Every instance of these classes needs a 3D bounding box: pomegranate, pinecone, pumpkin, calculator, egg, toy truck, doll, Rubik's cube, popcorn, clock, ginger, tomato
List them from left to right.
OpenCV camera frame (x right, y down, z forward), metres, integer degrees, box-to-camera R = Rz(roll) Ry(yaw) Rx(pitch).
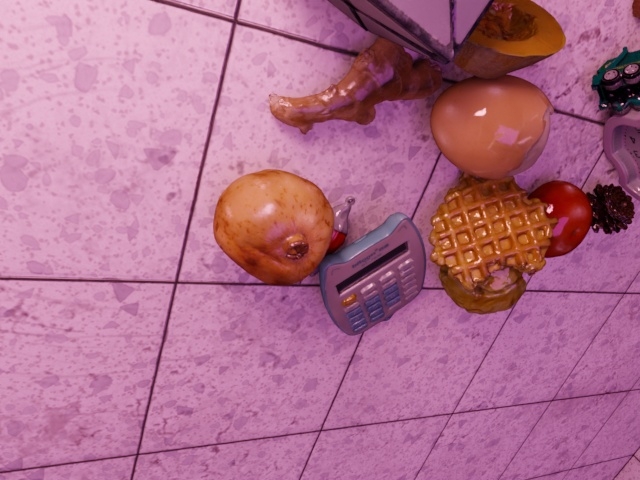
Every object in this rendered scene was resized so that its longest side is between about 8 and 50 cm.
[{"bbox_3d":[-0.079,-0.018,0.944,0.215,0.215,0.215,-13,127,-19],"label":"pomegranate"},{"bbox_3d":[0.000,0.000,1.082,0.102,0.075,0.227,19,116,-36],"label":"doll"},{"bbox_3d":[0.074,-0.272,0.938,0.333,0.081,0.148,-25,145,-8],"label":"ginger"},{"bbox_3d":[0.124,0.093,1.186,0.256,0.054,0.386,-32,143,-6],"label":"calculator"},{"bbox_3d":[0.108,-0.436,0.722,0.255,0.260,0.259,20,108,-36],"label":"Rubik's cube"},{"bbox_3d":[0.388,0.075,1.268,0.204,0.184,0.221,0,130,9],"label":"popcorn"},{"bbox_3d":[0.325,-0.221,1.020,0.244,0.201,0.201,12,116,-19],"label":"egg"},{"bbox_3d":[0.296,-0.347,0.928,0.217,0.217,0.110,-11,149,-20],"label":"pumpkin"},{"bbox_3d":[0.575,-0.048,1.304,0.195,0.136,0.195,-13,126,-18],"label":"tomato"},{"bbox_3d":[0.740,-0.079,1.380,0.140,0.140,0.121,4,152,-29],"label":"pinecone"},{"bbox_3d":[0.704,-0.365,1.132,0.216,0.116,0.110,-11,143,37],"label":"toy truck"},{"bbox_3d":[0.818,-0.184,1.213,0.102,0.338,0.338,-39,131,-1],"label":"clock"}]

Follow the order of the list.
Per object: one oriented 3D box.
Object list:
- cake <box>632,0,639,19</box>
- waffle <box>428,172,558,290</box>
[{"bbox_3d":[0.693,-0.569,1.055,0.116,0.113,0.295,-29,119,-14],"label":"cake"},{"bbox_3d":[0.375,-0.017,1.155,0.291,0.291,0.051,-31,168,-5],"label":"waffle"}]
